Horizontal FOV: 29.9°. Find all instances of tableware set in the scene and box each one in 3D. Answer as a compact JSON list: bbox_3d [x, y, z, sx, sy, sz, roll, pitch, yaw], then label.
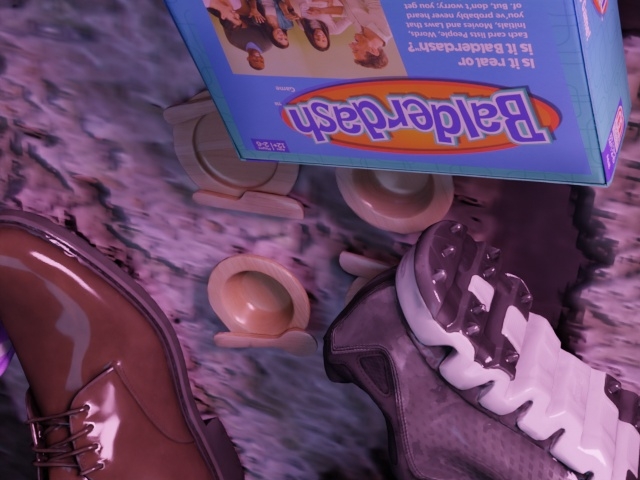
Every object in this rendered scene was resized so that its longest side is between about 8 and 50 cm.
[{"bbox_3d":[0.000,0.000,0.571,0.141,0.020,0.168,4,124,21],"label":"tableware set"}]

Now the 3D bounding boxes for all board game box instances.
[{"bbox_3d":[0.013,-0.108,0.410,0.160,0.047,0.210,6,143,25],"label":"board game box"}]

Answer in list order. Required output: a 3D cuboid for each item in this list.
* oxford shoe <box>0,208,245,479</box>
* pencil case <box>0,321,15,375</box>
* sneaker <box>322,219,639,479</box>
[{"bbox_3d":[-0.119,0.087,0.636,0.083,0.096,0.227,-17,113,34],"label":"oxford shoe"},{"bbox_3d":[-0.269,0.067,0.691,0.206,0.088,0.086,-19,116,32],"label":"pencil case"},{"bbox_3d":[0.090,0.096,0.558,0.106,0.078,0.234,-31,111,37],"label":"sneaker"}]
